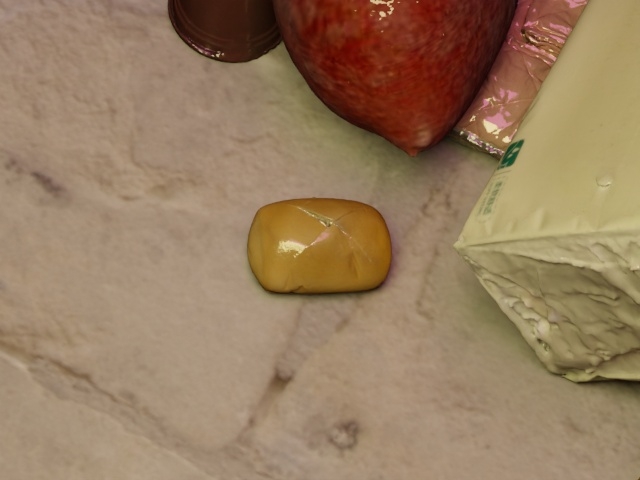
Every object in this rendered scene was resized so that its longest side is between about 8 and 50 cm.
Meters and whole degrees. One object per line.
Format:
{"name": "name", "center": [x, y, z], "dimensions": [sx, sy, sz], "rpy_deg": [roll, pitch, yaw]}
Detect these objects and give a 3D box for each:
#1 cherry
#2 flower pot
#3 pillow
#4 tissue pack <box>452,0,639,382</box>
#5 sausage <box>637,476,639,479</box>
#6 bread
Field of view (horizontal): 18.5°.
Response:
{"name": "cherry", "center": [0.051, -0.201, 1.601], "dimensions": [0.206, 0.239, 0.239], "rpy_deg": [24, 59, 14]}
{"name": "flower pot", "center": [-0.073, -0.221, 1.663], "dimensions": [0.111, 0.089, 0.111], "rpy_deg": [3, 59, -6]}
{"name": "pillow", "center": [0.206, -0.150, 1.690], "dimensions": [0.126, 0.043, 0.232], "rpy_deg": [30, 58, 4]}
{"name": "tissue pack", "center": [0.323, -0.081, 1.515], "dimensions": [0.297, 0.207, 0.380], "rpy_deg": [-5, 44, 43]}
{"name": "sausage", "center": [0.346, 0.145, 1.491], "dimensions": [0.134, 0.116, 0.354], "rpy_deg": [10, 47, 47]}
{"name": "bread", "center": [0.000, 0.000, 1.563], "dimensions": [0.115, 0.056, 0.082], "rpy_deg": [1, 60, -7]}
